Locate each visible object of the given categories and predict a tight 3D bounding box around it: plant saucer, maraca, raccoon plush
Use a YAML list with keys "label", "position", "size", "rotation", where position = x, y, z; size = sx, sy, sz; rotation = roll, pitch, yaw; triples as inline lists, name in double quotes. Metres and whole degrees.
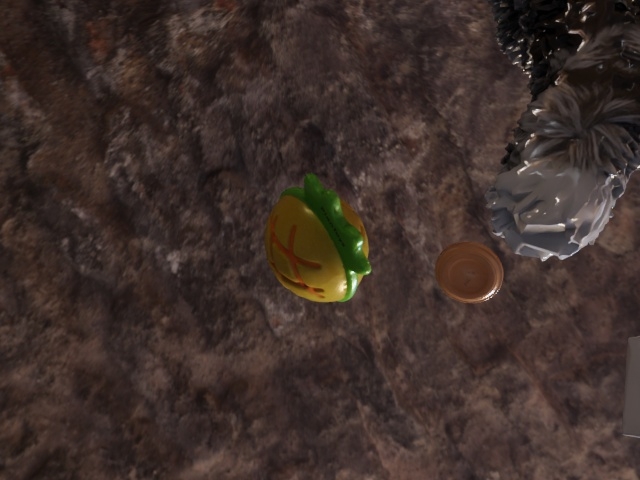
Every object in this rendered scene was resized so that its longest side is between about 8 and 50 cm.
- label: "plant saucer"
  position: [0.181, 0.041, 0.959]
  size: [0.083, 0.013, 0.084]
  rotation: [9, -60, 16]
- label: "maraca"
  position: [0.000, 0.000, 0.771]
  size: [0.099, 0.186, 0.127]
  rotation: [-33, -94, -19]
- label: "raccoon plush"
  position: [0.237, -0.152, 0.699]
  size: [0.216, 0.299, 0.447]
  rotation: [24, -104, 30]

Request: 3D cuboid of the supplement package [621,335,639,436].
- label: "supplement package"
  position: [0.522, 0.197, 0.975]
  size: [0.244, 0.139, 0.134]
  rotation: [7, -100, 5]
